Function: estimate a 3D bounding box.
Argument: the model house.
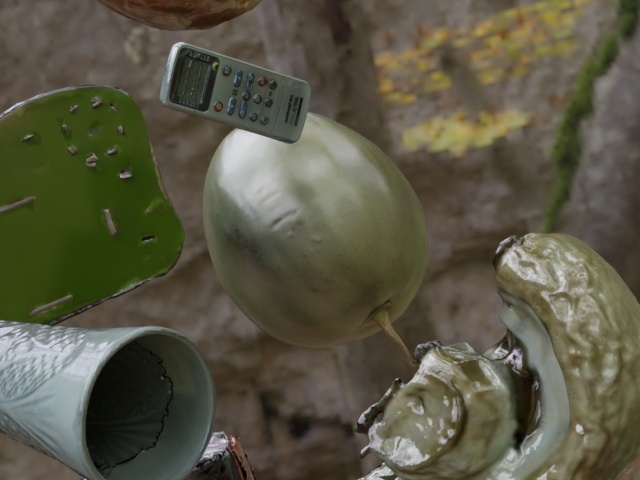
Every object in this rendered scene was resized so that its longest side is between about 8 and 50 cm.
[{"bbox_3d":[-0.304,-0.022,1.661,0.294,0.207,0.154,-23,13,-20],"label":"model house"}]

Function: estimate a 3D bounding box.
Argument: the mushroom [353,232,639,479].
[{"bbox_3d":[0.157,0.138,1.290,0.267,0.164,0.189,-52,-26,13],"label":"mushroom"}]

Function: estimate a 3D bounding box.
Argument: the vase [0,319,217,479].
[{"bbox_3d":[-0.168,0.084,1.020,0.096,0.096,0.219,-7,10,-44],"label":"vase"}]

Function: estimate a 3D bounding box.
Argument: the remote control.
[{"bbox_3d":[-0.064,-0.111,1.322,0.124,0.053,0.018,16,-3,-31],"label":"remote control"}]

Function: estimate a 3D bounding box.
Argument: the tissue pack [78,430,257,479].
[{"bbox_3d":[-0.155,0.395,1.948,0.245,0.332,0.123,-20,14,-6],"label":"tissue pack"}]

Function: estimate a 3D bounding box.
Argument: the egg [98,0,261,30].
[{"bbox_3d":[-0.147,-0.304,1.739,0.233,0.195,0.195,-12,-6,-17],"label":"egg"}]

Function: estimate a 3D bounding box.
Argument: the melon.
[{"bbox_3d":[-0.009,-0.010,2.042,0.271,0.272,0.308,-7,30,-42],"label":"melon"}]
